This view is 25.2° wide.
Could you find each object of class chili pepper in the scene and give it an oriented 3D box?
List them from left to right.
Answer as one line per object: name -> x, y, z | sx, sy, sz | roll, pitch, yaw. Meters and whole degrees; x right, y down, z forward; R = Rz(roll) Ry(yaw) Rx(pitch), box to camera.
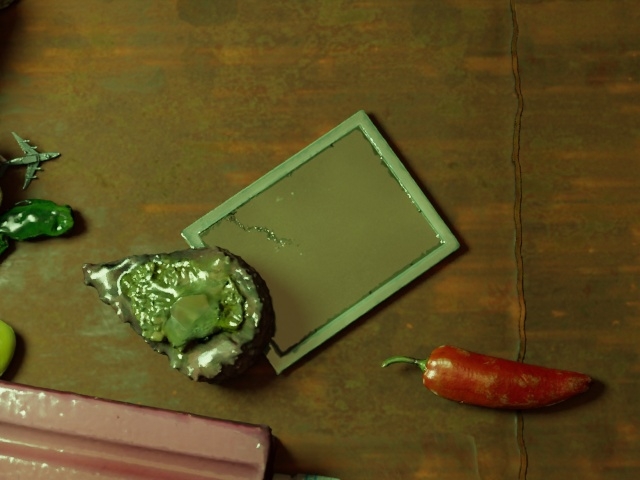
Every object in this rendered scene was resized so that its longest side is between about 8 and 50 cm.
chili pepper -> -0.406, 0.000, 1.868 | 0.182, 0.050, 0.073 | -35, 87, -3
chili pepper -> 0.212, 0.176, 1.812 | 0.272, 0.063, 0.071 | 9, 92, 1

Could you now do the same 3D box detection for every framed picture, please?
framed picture -> 0.000, 0.000, 1.871 | 0.293, 0.018, 0.231 | -34, 81, -5

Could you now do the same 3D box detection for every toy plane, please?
toy plane -> -0.389, -0.107, 1.900 | 0.084, 0.024, 0.078 | -10, 97, 0

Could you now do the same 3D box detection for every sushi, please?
sushi -> -0.167, 0.067, 1.810 | 0.241, 0.107, 0.161 | 42, 90, 11

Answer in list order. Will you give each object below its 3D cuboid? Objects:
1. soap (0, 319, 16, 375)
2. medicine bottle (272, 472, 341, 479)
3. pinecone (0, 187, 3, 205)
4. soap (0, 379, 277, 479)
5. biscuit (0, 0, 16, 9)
soap -> -0.460, 0.128, 1.847 | 0.140, 0.045, 0.089 | 26, 78, 7
medicine bottle -> -0.018, 0.318, 1.794 | 0.089, 0.052, 0.052 | 7, 80, 3
pinecone -> -0.493, -0.071, 1.818 | 0.150, 0.195, 0.179 | 25, 87, 23
soap -> -0.248, 0.317, 1.764 | 0.359, 0.128, 0.233 | 10, 79, 3
biscuit -> -0.399, -0.388, 1.927 | 0.168, 0.082, 0.070 | -39, 73, 0
